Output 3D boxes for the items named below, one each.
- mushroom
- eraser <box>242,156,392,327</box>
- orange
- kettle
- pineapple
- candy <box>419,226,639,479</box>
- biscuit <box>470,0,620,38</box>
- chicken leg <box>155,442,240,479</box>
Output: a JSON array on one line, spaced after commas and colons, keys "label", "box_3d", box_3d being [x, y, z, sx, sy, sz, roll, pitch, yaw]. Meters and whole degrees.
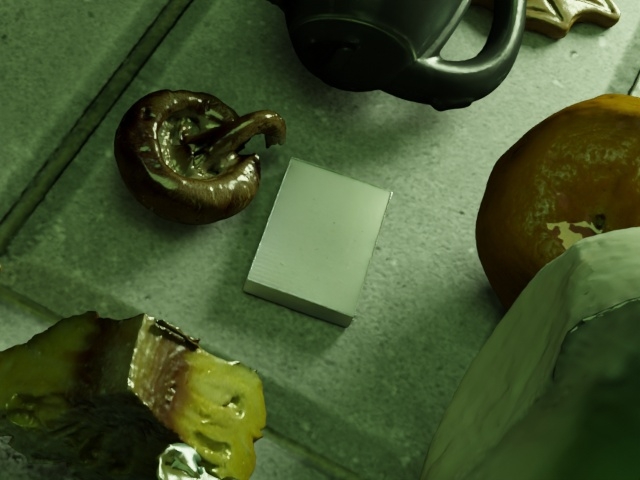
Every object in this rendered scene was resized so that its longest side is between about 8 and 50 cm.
[{"label": "mushroom", "box_3d": [-0.106, -0.079, 1.560, 0.170, 0.080, 0.135, -15, 74, -24]}, {"label": "eraser", "box_3d": [0.000, 0.000, 1.566, 0.103, 0.023, 0.150, 19, 54, -1]}, {"label": "orange", "box_3d": [0.258, -0.003, 1.539, 0.249, 0.183, 0.249, -2, 85, 22]}, {"label": "kettle", "box_3d": [0.085, -0.268, 1.674, 0.268, 0.207, 0.290, 20, 65, -16]}, {"label": "pineapple", "box_3d": [-0.150, 0.128, 1.338, 0.236, 0.186, 0.114, 12, 55, -14]}, {"label": "candy", "box_3d": [0.298, 0.194, 1.376, 0.427, 0.186, 0.386, 18, 92, -8]}, {"label": "biscuit", "box_3d": [0.225, -0.291, 1.816, 0.215, 0.034, 0.182, 32, 55, 8]}, {"label": "chicken leg", "box_3d": [-0.007, 0.346, 1.259, 0.429, 0.153, 0.201, 38, 53, 3]}]
